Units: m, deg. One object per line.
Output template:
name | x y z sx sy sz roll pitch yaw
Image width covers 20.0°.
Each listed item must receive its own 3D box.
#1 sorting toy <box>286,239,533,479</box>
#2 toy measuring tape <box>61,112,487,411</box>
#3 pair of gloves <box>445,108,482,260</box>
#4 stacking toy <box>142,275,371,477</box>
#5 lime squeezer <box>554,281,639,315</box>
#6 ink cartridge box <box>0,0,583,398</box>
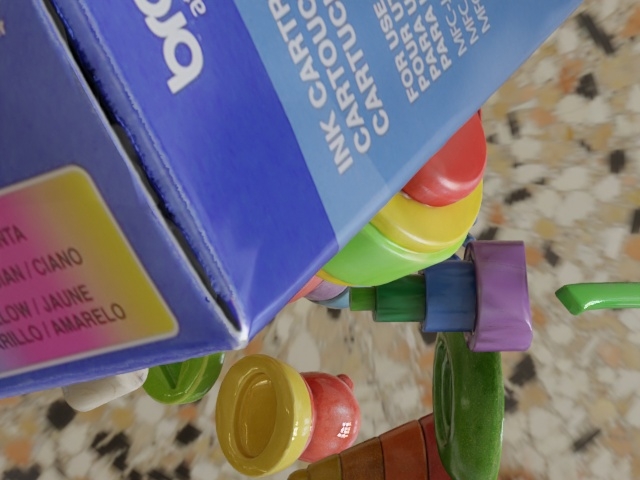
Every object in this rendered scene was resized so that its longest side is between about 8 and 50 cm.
sorting toy | 0.047 0.111 1.182 0.126 0.365 0.127 0 59 -5
toy measuring tape | 0.000 0.000 0.868 0.121 0.330 0.121 16 131 19
pair of gloves | 0.106 -0.076 1.668 0.023 0.159 0.198 -4 96 -22
stacking toy | -0.051 0.068 1.858 0.130 0.279 0.309 7 98 -42
lime squeezer | 0.271 -0.002 1.124 0.110 0.059 0.310 42 54 16
ink cartridge box | -0.083 -0.071 0.573 0.270 0.395 0.151 -14 109 39
